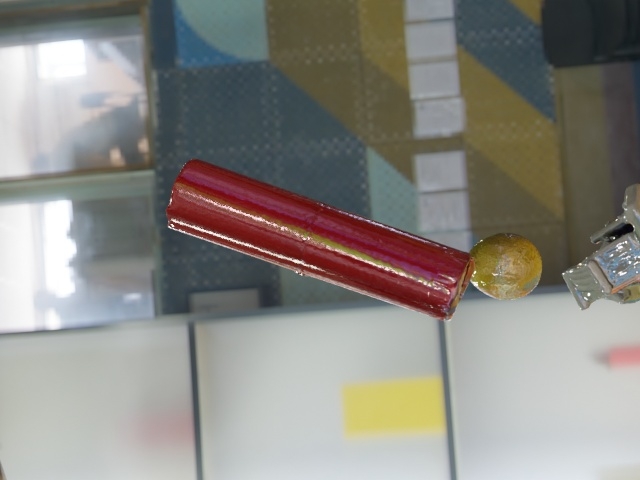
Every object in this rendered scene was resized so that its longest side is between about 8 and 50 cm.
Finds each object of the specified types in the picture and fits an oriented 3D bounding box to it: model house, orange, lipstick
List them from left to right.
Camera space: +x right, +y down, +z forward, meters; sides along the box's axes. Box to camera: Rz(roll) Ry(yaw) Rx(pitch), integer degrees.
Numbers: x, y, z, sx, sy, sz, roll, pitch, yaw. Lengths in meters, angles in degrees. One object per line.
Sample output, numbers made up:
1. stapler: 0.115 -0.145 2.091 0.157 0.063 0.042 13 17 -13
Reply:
1. lipstick: 0.000 0.000 1.185 0.073 0.279 0.073 19 -90 -79
2. orange: 0.225 0.031 1.616 0.085 0.095 0.085 -175 90 -81
3. model house: 0.431 0.021 1.853 0.122 0.188 0.229 55 -154 17

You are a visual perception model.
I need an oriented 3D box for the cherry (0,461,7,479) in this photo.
1. cherry: -0.192 0.149 0.671 0.188 0.115 0.148 16 -120 -47
